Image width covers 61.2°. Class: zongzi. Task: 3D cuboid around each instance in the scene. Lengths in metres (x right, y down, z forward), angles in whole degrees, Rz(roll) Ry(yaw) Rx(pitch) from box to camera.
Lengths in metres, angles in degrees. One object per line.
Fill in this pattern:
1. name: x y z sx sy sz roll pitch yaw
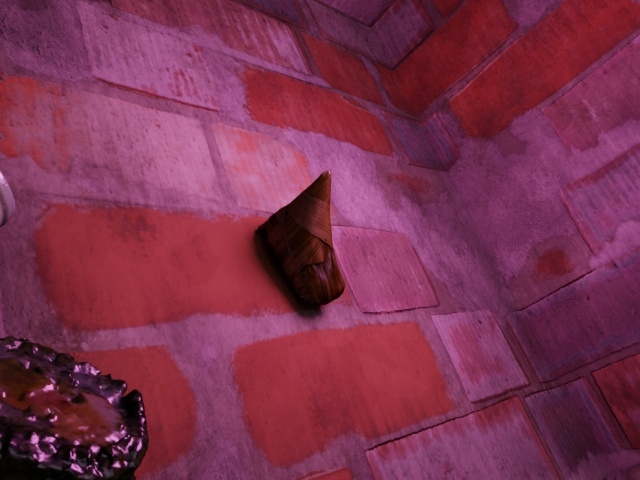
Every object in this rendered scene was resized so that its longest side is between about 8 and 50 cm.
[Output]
1. zongzi: 0.000 0.000 1.361 0.134 0.288 0.285 -23 77 -47

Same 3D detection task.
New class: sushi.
1. sushi: -0.419 0.251 0.707 0.352 0.178 0.294 26 7 -20

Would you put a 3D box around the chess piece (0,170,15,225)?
1. chess piece: -0.652 -0.038 0.810 0.194 0.195 0.299 48 45 -4
